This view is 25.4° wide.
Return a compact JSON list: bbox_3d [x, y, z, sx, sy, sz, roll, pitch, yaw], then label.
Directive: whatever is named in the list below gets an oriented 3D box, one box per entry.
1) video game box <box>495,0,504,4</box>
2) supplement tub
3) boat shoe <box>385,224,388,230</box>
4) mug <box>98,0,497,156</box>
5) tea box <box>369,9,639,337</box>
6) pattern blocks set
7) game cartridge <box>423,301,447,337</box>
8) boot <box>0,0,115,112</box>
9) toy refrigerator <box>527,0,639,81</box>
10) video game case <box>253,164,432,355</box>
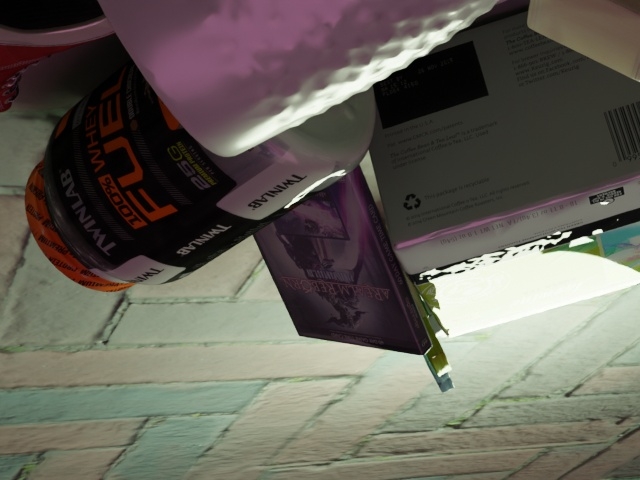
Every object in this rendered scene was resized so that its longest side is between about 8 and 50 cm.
[{"bbox_3d":[0.202,-0.300,1.248,0.187,0.048,0.205,-22,155,17],"label":"video game box"},{"bbox_3d":[-0.126,-0.088,1.375,0.207,0.207,0.338,12,146,-43],"label":"supplement tub"},{"bbox_3d":[0.115,0.033,1.897,0.302,0.091,0.114,1,153,-26],"label":"boat shoe"},{"bbox_3d":[0.008,-0.249,0.941,0.328,0.276,0.374,-26,179,11],"label":"mug"},{"bbox_3d":[0.240,-0.077,1.546,0.329,0.220,0.323,-17,157,10],"label":"tea box"},{"bbox_3d":[0.086,0.035,1.662,0.026,0.285,0.325,-27,150,-1],"label":"pattern blocks set"},{"bbox_3d":[0.268,0.037,1.915,0.297,0.062,0.198,-39,159,27],"label":"game cartridge"},{"bbox_3d":[-0.263,-0.176,1.272,0.244,0.088,0.176,-7,158,9],"label":"boot"},{"bbox_3d":[0.268,-0.261,1.087,0.102,0.269,0.094,28,160,13],"label":"toy refrigerator"},{"bbox_3d":[0.000,0.000,1.542,0.196,0.274,0.026,5,-143,45],"label":"video game case"}]
